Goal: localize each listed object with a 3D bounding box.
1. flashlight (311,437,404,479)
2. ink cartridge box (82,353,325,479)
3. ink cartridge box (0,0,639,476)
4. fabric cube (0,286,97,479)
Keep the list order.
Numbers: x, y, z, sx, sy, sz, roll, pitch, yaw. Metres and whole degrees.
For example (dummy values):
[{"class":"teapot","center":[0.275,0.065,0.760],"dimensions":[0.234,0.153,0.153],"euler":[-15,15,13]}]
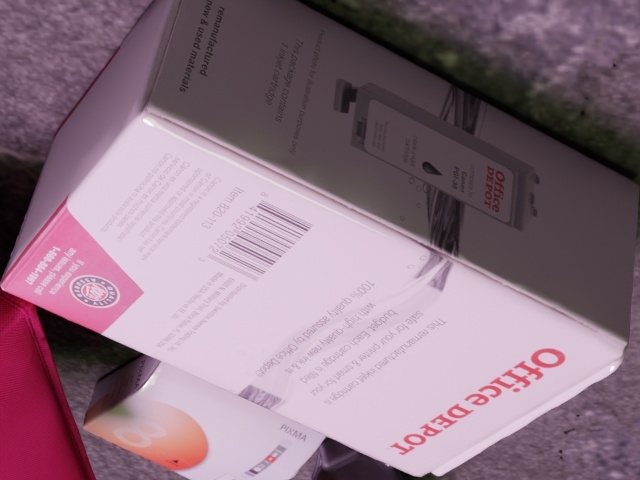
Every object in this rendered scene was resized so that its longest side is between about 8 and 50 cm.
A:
[{"class":"flashlight","center":[0.023,0.272,1.257],"dimensions":[0.103,0.103,0.304],"euler":[13,146,1]},{"class":"ink cartridge box","center":[-0.061,0.121,1.122],"dimensions":[0.145,0.045,0.179],"euler":[30,144,-25]},{"class":"ink cartridge box","center":[0.000,0.000,0.866],"dimensions":[0.283,0.117,0.207],"euler":[26,143,-18]},{"class":"fabric cube","center":[-0.322,0.138,0.967],"dimensions":[0.259,0.258,0.254],"euler":[29,150,23]}]
